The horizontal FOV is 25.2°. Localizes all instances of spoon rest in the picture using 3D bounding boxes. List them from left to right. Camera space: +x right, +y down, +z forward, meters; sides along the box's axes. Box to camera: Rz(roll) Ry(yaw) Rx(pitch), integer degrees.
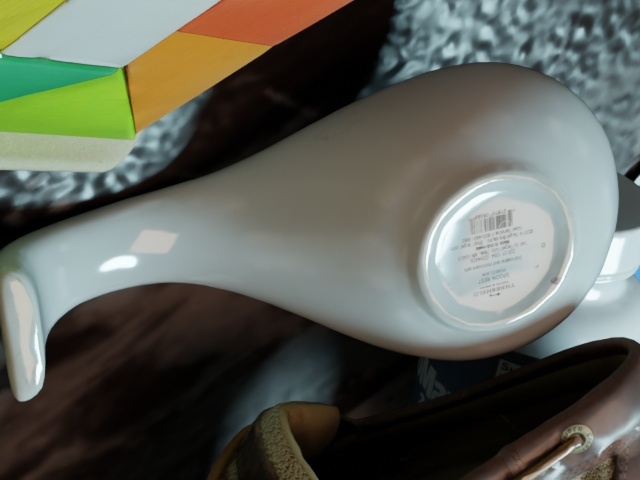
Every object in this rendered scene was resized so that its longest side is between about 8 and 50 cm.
[{"bbox_3d":[0.000,0.000,0.602,0.276,0.084,0.137,-9,114,-17],"label":"spoon rest"}]

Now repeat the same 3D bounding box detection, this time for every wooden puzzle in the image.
[{"bbox_3d":[-0.067,-0.082,0.440,0.238,0.044,0.221,-33,160,35],"label":"wooden puzzle"}]

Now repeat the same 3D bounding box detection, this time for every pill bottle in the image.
[{"bbox_3d":[0.106,0.053,0.726,0.108,0.108,0.180,-9,125,-32],"label":"pill bottle"}]

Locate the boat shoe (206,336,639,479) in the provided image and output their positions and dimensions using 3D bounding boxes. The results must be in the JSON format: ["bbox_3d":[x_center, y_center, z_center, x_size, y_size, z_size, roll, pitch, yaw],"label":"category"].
[{"bbox_3d":[-0.006,0.123,0.645,0.342,0.123,0.123,-15,117,8],"label":"boat shoe"}]

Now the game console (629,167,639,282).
[{"bbox_3d":[0.197,0.036,0.812,0.122,0.107,0.071,-57,163,12],"label":"game console"}]
